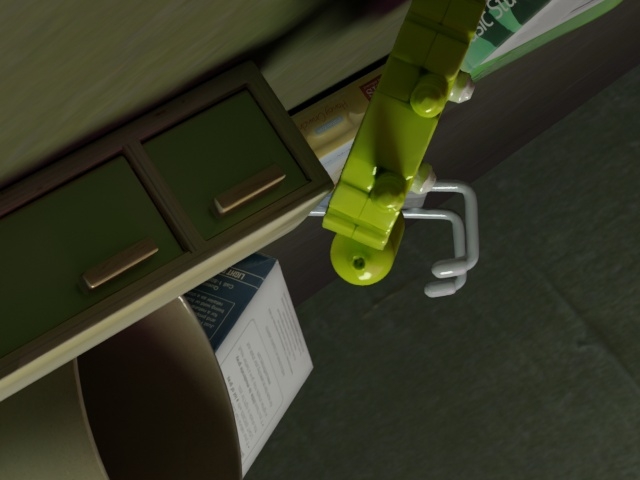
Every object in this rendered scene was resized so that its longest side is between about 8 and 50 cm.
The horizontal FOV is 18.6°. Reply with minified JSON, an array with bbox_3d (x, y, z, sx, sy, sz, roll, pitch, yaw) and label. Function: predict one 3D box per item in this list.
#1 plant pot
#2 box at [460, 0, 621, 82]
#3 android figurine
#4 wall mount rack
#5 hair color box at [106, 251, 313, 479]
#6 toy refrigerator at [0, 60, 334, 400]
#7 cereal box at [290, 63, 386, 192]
[{"bbox_3d":[-0.239,0.167,1.512,0.274,0.256,0.256,-19,179,19],"label":"plant pot"},{"bbox_3d":[0.226,-0.235,1.502,0.232,0.058,0.322,-30,172,-35],"label":"box"},{"bbox_3d":[0.062,-0.090,1.243,0.273,0.056,0.248,-68,-179,-74],"label":"android figurine"},{"bbox_3d":[0.000,0.000,1.952,0.304,0.130,0.350,-1,173,1],"label":"wall mount rack"},{"bbox_3d":[-0.146,0.180,1.726,0.347,0.105,0.174,-57,150,-29],"label":"hair color box"},{"bbox_3d":[-0.132,-0.003,1.217,0.269,0.102,0.094,-30,173,-26],"label":"toy refrigerator"},{"bbox_3d":[-0.027,-0.057,1.629,0.173,0.047,0.240,-31,174,-24],"label":"cereal box"}]
